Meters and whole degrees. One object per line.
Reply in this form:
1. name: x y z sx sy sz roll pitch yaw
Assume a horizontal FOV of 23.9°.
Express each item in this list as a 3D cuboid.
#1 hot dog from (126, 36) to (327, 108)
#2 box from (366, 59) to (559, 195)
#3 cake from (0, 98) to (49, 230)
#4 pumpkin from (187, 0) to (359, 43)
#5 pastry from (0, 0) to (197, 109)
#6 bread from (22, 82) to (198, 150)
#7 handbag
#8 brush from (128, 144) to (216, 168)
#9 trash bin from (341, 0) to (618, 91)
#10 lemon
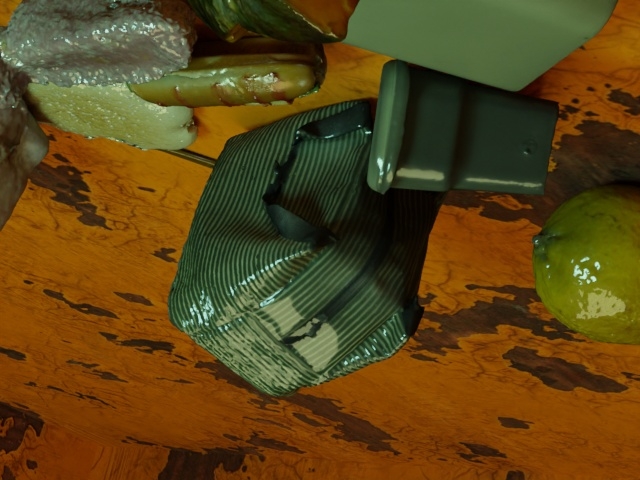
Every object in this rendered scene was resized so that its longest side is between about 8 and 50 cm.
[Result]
1. hot dog: -0.106 -0.179 1.663 0.250 0.104 0.076 -2 116 28
2. box: 0.144 -0.110 1.569 0.178 0.138 0.274 8 -175 2
3. cake: -0.531 -0.118 1.860 0.309 0.237 0.230 17 160 22
4. pumpkin: -0.092 -0.290 1.258 0.258 0.095 0.290 12 132 61
5. pastry: -0.250 -0.221 1.640 0.265 0.112 0.103 -8 144 20
6. bread: -0.278 -0.174 1.875 0.251 0.039 0.182 12 161 4
7. handbag: 0.000 0.000 1.781 0.247 0.340 0.240 39 139 -25
8. brush: -0.207 -0.124 2.006 0.170 0.014 0.043 18 158 -18
9. trash bin: 0.111 -0.235 1.356 0.248 0.121 0.243 17 160 -17
10. lemon: 0.356 0.028 1.806 0.231 0.192 0.192 20 159 -21
